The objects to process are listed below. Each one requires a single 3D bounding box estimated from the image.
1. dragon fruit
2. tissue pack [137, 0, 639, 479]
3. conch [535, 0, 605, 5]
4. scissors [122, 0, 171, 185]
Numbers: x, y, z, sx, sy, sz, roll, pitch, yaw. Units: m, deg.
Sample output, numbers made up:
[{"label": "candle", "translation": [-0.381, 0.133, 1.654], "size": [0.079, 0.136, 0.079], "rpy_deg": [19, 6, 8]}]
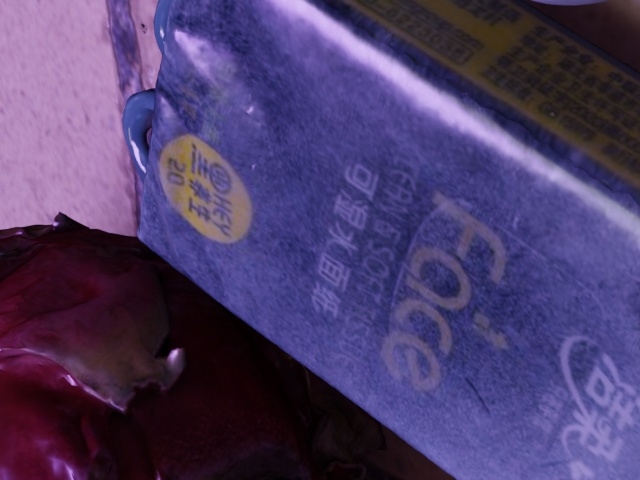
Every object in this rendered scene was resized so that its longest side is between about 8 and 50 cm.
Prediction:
[{"label": "dragon fruit", "translation": [-0.128, 0.143, 0.836], "size": [0.329, 0.329, 0.329], "rpy_deg": [30, 133, 38]}, {"label": "tissue pack", "translation": [0.052, -0.008, 0.666], "size": [0.257, 0.081, 0.185], "rpy_deg": [35, 140, 18]}, {"label": "conch", "translation": [0.060, -0.175, 0.547], "size": [0.185, 0.121, 0.221], "rpy_deg": [108, 143, -59]}, {"label": "scissors", "translation": [0.000, 0.000, 0.806], "size": [0.289, 0.041, 0.138], "rpy_deg": [47, 134, 23]}]
